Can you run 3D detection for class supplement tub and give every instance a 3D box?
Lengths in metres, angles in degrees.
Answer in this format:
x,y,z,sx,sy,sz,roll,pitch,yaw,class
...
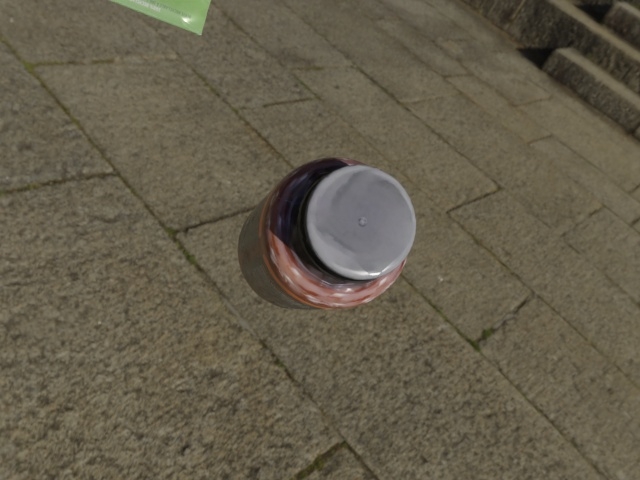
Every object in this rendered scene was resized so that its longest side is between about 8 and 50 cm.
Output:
x,y,z,sx,sy,sz,roll,pitch,yaw,class
0.000,0.000,0.449,0.106,0.198,0.106,2,84,-14,supplement tub

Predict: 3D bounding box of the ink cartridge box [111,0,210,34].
x,y,z,sx,sy,sz,roll,pitch,yaw,class
-0.095,-0.258,0.399,0.109,0.209,0.062,13,12,-27,ink cartridge box
